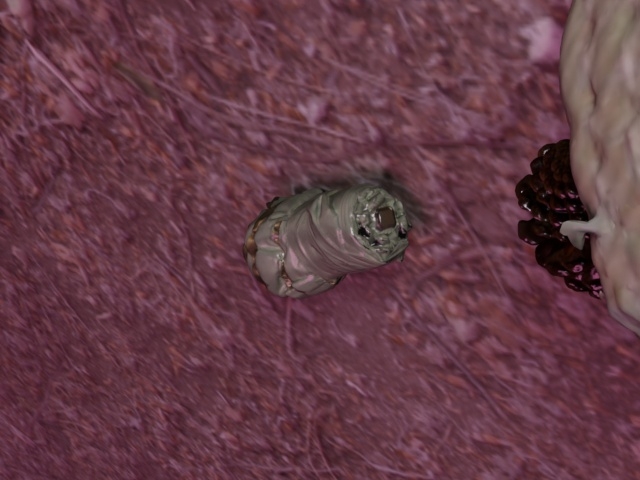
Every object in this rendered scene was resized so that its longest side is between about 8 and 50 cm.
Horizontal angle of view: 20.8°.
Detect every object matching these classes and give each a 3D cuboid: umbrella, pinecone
[{"bbox_3d":[0.000,0.000,0.988,0.067,0.062,0.143,18,161,-23],"label":"umbrella"},{"bbox_3d":[0.128,-0.008,0.779,0.077,0.077,0.083,21,150,36],"label":"pinecone"}]

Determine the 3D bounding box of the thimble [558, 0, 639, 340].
[{"bbox_3d":[0.179,-0.045,0.493,0.219,0.219,0.150,46,155,-8],"label":"thimble"}]
